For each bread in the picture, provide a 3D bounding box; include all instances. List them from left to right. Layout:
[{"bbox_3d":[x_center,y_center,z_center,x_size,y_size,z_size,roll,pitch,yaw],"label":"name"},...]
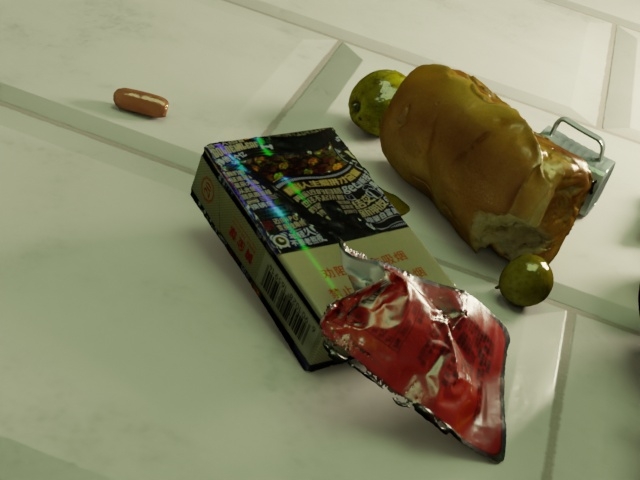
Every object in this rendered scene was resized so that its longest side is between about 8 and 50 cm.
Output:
[{"bbox_3d":[0.222,-0.114,1.712,0.149,0.195,0.344,2,30,-34],"label":"bread"}]

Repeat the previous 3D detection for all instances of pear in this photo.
[{"bbox_3d":[0.102,-0.218,1.907,0.131,0.107,0.107,-7,37,-40],"label":"pear"}]

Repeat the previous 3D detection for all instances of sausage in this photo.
[{"bbox_3d":[-0.264,-0.203,1.770,0.083,0.034,0.034,15,30,-1],"label":"sausage"}]

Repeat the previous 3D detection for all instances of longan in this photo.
[{"bbox_3d":[0.266,0.054,1.581,0.083,0.075,0.075,-14,6,42],"label":"longan"}]

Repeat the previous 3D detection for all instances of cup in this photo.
[{"bbox_3d":[0.384,-0.121,1.864,0.129,0.128,0.095,28,30,15],"label":"cup"}]

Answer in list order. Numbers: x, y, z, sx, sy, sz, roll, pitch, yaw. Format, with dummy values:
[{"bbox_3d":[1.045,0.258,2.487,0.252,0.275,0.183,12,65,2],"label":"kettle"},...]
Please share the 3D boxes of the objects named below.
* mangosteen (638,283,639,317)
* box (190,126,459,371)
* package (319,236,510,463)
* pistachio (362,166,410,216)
[{"bbox_3d":[0.536,0.059,1.465,0.300,0.300,0.300,12,30,-7],"label":"mangosteen"},{"bbox_3d":[0.000,0.000,1.449,0.198,0.084,0.310,-12,51,-32],"label":"box"},{"bbox_3d":[0.113,0.106,1.304,0.269,0.071,0.194,32,54,-18],"label":"package"},{"bbox_3d":[0.043,-0.068,1.684,0.173,0.049,0.089,29,38,9],"label":"pistachio"}]
